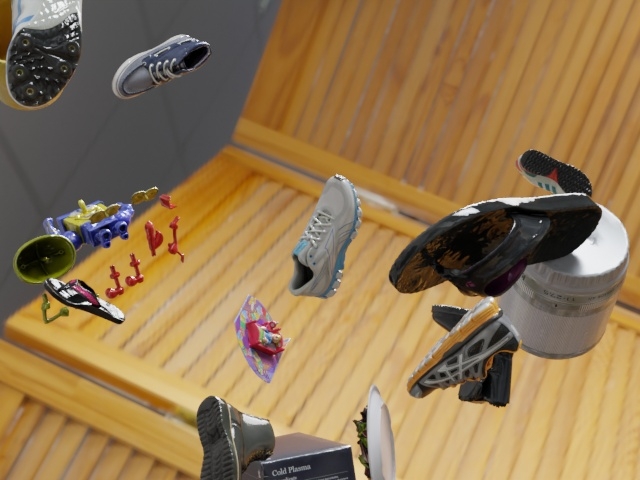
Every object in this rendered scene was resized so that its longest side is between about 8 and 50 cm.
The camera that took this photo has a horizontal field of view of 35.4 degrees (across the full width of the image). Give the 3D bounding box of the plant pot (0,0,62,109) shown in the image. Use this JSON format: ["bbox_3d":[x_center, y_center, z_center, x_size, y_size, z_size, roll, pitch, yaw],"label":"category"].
[{"bbox_3d":[-0.642,-0.414,2.170,0.254,0.254,0.239,-61,-4,-28],"label":"plant pot"}]

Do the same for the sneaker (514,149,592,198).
[{"bbox_3d":[0.446,-0.122,1.928,0.057,0.161,0.075,-63,7,-7],"label":"sneaker"}]

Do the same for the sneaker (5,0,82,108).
[{"bbox_3d":[-0.329,-0.258,1.190,0.086,0.085,0.237,-30,52,55],"label":"sneaker"}]

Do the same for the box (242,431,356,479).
[{"bbox_3d":[-0.051,0.546,1.919,0.343,0.179,0.313,162,99,-71],"label":"box"}]

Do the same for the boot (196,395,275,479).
[{"bbox_3d":[-0.115,0.345,1.552,0.077,0.137,0.198,-30,50,31],"label":"boot"}]

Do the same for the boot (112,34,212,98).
[{"bbox_3d":[-0.296,-0.324,1.870,0.190,0.086,0.069,-41,-53,-21],"label":"boot"}]

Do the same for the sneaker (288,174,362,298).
[{"bbox_3d":[0.000,0.000,1.429,0.083,0.071,0.191,-5,-66,-46],"label":"sneaker"}]

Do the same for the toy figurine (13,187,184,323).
[{"bbox_3d":[-0.497,0.008,2.126,0.362,0.217,0.191,-29,-62,-28],"label":"toy figurine"}]

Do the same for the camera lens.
[{"bbox_3d":[0.460,0.079,1.919,0.274,0.219,0.219,91,-156,-49],"label":"camera lens"}]

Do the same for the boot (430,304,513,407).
[{"bbox_3d":[0.336,0.261,2.274,0.094,0.246,0.207,17,-95,-48],"label":"boot"}]

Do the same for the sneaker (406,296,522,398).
[{"bbox_3d":[0.201,0.173,1.440,0.215,0.083,0.084,-49,-3,39],"label":"sneaker"}]

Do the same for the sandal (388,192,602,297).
[{"bbox_3d":[0.312,0.013,1.631,0.445,0.107,0.168,-13,-40,-32],"label":"sandal"}]

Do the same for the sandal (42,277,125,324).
[{"bbox_3d":[-0.425,0.100,1.822,0.179,0.067,0.040,28,-73,-38],"label":"sandal"}]

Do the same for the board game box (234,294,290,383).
[{"bbox_3d":[-0.097,0.169,1.795,0.133,0.033,0.169,61,-159,-17],"label":"board game box"}]

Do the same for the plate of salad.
[{"bbox_3d":[0.082,0.322,1.540,0.200,0.048,0.200,-6,-90,-78],"label":"plate of salad"}]
